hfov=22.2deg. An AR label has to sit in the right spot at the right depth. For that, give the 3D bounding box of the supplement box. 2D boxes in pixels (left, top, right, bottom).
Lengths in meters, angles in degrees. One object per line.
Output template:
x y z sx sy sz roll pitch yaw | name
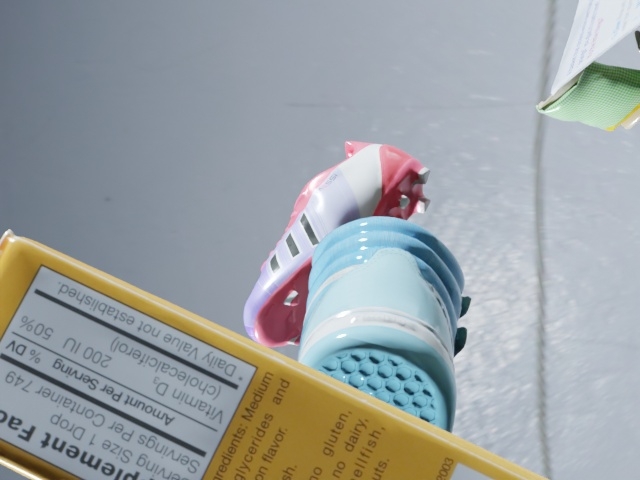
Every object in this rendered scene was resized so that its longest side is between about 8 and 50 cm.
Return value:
-0.016 0.082 0.561 0.233 0.078 0.080 27 78 8 | supplement box

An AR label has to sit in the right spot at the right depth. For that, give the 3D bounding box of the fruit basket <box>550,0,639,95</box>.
0.273 -0.237 0.819 0.165 0.327 0.353 39 124 -11 | fruit basket

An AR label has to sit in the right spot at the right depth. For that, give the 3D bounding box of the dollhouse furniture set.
0.220 -0.103 1.098 0.151 0.076 0.058 -49 46 47 | dollhouse furniture set

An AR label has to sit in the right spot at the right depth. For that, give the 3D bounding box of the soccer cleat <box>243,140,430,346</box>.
0.000 0.000 1.393 0.095 0.248 0.083 23 140 27 | soccer cleat

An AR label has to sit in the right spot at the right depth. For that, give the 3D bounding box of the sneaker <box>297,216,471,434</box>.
0.035 0.125 1.110 0.127 0.208 0.319 12 128 -1 | sneaker
